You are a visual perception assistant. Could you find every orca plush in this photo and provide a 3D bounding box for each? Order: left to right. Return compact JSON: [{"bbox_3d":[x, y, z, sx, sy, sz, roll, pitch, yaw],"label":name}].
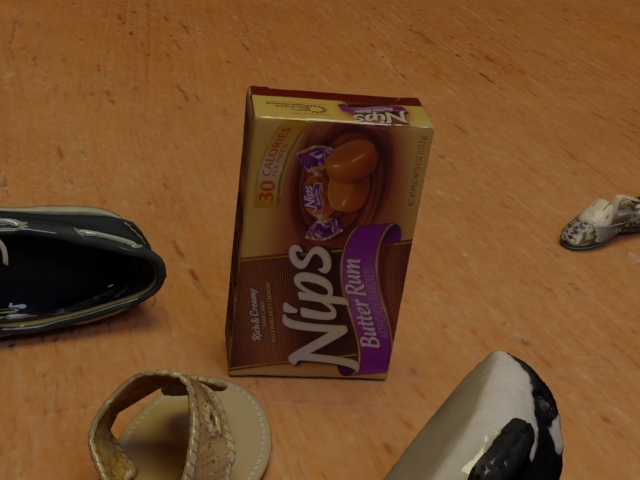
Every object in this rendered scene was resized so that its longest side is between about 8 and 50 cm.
[{"bbox_3d":[0.060,0.163,0.429,0.102,0.151,0.287,42,27,1],"label":"orca plush"}]

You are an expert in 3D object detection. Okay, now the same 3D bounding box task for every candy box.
[{"bbox_3d":[0.000,0.000,0.646,0.109,0.187,0.053,3,29,-10],"label":"candy box"}]

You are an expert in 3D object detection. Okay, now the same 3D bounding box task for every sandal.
[{"bbox_3d":[-0.082,0.108,0.526,0.088,0.079,0.240,13,26,13],"label":"sandal"}]

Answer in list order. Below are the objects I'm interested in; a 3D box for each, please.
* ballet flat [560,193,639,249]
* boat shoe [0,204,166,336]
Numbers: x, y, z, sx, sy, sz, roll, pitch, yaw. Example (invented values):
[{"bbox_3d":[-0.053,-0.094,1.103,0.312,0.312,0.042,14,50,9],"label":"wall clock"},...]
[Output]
[{"bbox_3d":[0.262,-0.022,0.931,0.114,0.041,0.041,-13,32,-36],"label":"ballet flat"},{"bbox_3d":[-0.224,0.026,0.652,0.254,0.095,0.079,1,13,-34],"label":"boat shoe"}]
